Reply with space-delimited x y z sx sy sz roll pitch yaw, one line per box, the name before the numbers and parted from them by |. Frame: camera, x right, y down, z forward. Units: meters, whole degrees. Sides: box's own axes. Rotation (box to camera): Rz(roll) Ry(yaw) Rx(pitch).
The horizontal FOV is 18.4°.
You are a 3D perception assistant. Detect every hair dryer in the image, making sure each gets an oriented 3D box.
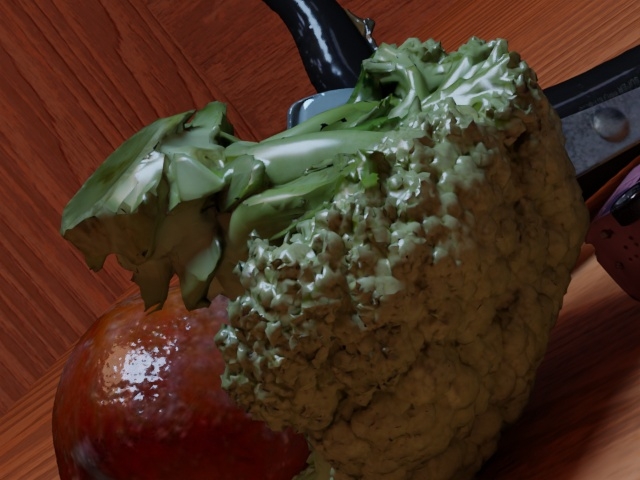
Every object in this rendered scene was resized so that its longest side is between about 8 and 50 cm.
hair dryer | 0.051 -0.133 1.288 0.304 0.359 0.120 -35 -16 -9

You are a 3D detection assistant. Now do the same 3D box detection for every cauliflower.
cauliflower | 0.000 0.000 0.979 0.275 0.250 0.272 109 -179 -60

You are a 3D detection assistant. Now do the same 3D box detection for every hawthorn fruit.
hawthorn fruit | -0.085 0.112 1.203 0.173 0.173 0.173 -41 7 6

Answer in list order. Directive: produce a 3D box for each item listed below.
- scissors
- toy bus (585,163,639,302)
scissors | 0.145 -0.055 1.175 0.360 0.191 0.029 -26 -12 -2
toy bus | 0.214 -0.040 0.938 0.203 0.063 0.090 -35 9 48
